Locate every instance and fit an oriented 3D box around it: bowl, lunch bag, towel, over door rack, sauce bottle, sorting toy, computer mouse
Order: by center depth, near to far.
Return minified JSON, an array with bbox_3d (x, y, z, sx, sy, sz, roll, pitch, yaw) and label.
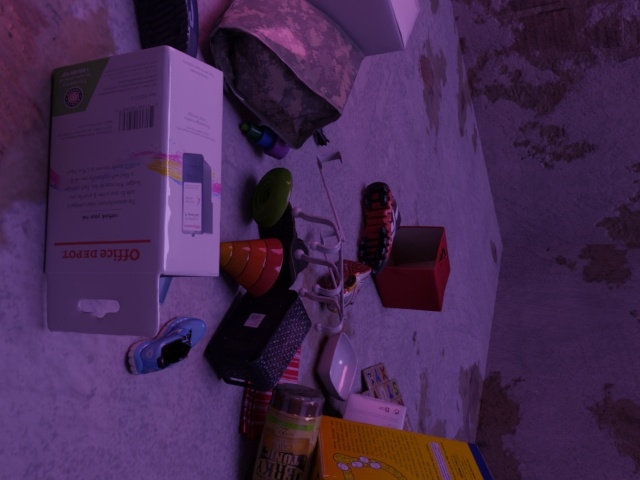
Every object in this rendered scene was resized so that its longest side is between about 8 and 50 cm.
[{"bbox_3d":[-0.076,0.457,1.209,0.111,0.112,0.344,13,88,-63],"label":"sauce bottle"},{"bbox_3d":[-0.140,-0.079,1.209,0.126,0.127,0.365,21,63,-30],"label":"sorting toy"},{"bbox_3d":[-0.078,-0.365,1.230,0.287,0.169,0.235,40,44,-22],"label":"lunch bag"},{"bbox_3d":[0.000,0.000,1.316,0.324,0.108,0.239,-89,177,-50],"label":"over door rack"},{"bbox_3d":[-0.092,0.283,1.322,0.199,0.031,0.274,37,55,-59],"label":"towel"},{"bbox_3d":[0.039,0.315,1.561,0.142,0.053,0.142,63,36,-40],"label":"bowl"},{"bbox_3d":[0.015,-0.339,1.578,0.106,0.042,0.193,55,47,-41],"label":"computer mouse"}]

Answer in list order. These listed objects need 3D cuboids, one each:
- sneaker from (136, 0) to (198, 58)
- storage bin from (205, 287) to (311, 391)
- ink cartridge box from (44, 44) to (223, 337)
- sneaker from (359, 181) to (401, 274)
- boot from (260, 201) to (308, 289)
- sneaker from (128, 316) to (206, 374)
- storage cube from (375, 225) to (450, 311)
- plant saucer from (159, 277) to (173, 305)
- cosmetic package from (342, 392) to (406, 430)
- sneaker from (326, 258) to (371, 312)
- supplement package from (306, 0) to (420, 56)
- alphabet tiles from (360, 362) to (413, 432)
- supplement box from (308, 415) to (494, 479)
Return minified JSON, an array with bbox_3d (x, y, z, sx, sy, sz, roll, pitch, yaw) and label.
[{"bbox_3d":[-0.223,-0.419,1.010,0.131,0.112,0.318,-14,102,-61],"label":"sneaker"},{"bbox_3d":[-0.112,0.178,1.164,0.180,0.122,0.084,-57,138,-39],"label":"storage bin"},{"bbox_3d":[-0.246,-0.055,0.828,0.119,0.207,0.353,9,81,-62],"label":"ink cartridge box"},{"bbox_3d":[0.179,-0.026,1.821,0.135,0.098,0.275,34,57,-56],"label":"sneaker"},{"bbox_3d":[-0.069,-0.007,1.358,0.137,0.077,0.197,-42,138,-63],"label":"boot"},{"bbox_3d":[-0.228,0.172,1.000,0.162,0.073,0.063,-36,120,-60],"label":"sneaker"},{"bbox_3d":[0.286,0.086,1.913,0.183,0.215,0.193,-68,151,-41],"label":"storage cube"},{"bbox_3d":[-0.253,0.007,1.027,0.067,0.018,0.192,53,43,-49],"label":"plant saucer"},{"bbox_3d":[0.094,0.579,1.483,0.197,0.155,0.365,91,15,-52],"label":"cosmetic package"},{"bbox_3d":[0.065,0.114,1.619,0.225,0.088,0.092,-36,140,-60],"label":"sneaker"},{"bbox_3d":[0.042,-0.508,1.355,0.175,0.293,0.177,64,35,-40],"label":"supplement package"},{"bbox_3d":[0.207,0.532,1.814,0.285,0.011,0.342,8,62,-64],"label":"alphabet tiles"},{"bbox_3d":[0.146,0.513,1.247,0.195,0.357,0.194,-100,-157,-72],"label":"supplement box"}]
